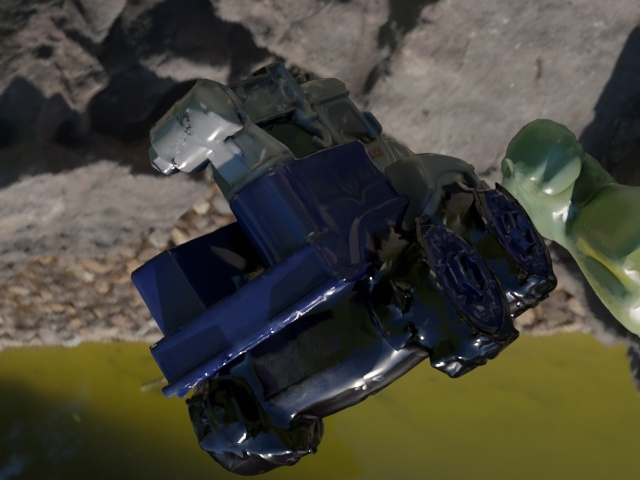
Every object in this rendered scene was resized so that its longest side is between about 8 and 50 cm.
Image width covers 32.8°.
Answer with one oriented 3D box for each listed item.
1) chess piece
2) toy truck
[{"bbox_3d":[0.231,0.006,0.781,0.298,0.176,0.175,45,145,41],"label":"chess piece"},{"bbox_3d":[0.000,0.000,0.546,0.161,0.213,0.177,-34,88,26],"label":"toy truck"}]
